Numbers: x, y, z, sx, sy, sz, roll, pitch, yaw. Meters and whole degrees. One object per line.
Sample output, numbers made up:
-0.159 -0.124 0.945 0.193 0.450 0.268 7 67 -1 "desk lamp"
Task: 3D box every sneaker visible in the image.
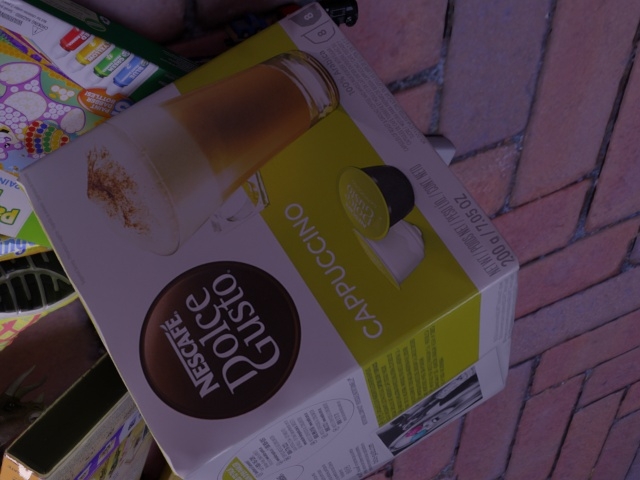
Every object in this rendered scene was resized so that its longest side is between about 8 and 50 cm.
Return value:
-0.358 0.079 1.095 0.208 0.081 0.094 -21 150 -10 "sneaker"

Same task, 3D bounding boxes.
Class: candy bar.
-0.356 0.010 1.051 0.161 0.018 0.040 -15 112 -25 "candy bar"

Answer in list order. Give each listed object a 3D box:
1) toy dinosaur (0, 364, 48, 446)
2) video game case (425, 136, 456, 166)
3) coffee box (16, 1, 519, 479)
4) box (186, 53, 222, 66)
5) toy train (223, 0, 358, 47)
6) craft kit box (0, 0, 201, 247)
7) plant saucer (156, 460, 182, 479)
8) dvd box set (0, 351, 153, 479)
-0.480 0.229 1.124 0.313 0.160 0.121 8 155 -29 "toy dinosaur"
0.000 0.000 1.312 0.300 0.036 0.329 -4 134 -35 "video game case"
-0.038 0.050 0.983 0.334 0.337 0.338 -31 155 -7 "coffee box"
-0.123 -0.131 1.077 0.116 0.029 0.162 -11 138 -28 "box"
-0.029 -0.233 1.039 0.158 0.027 0.036 -19 137 -22 "toy train"
-0.271 -0.111 0.938 0.250 0.061 0.246 20 125 -45 "craft kit box"
-0.146 0.394 1.598 0.333 0.081 0.333 1 131 -38 "plant saucer"
-0.315 0.322 1.269 0.307 0.062 0.420 -49 165 -52 "dvd box set"
